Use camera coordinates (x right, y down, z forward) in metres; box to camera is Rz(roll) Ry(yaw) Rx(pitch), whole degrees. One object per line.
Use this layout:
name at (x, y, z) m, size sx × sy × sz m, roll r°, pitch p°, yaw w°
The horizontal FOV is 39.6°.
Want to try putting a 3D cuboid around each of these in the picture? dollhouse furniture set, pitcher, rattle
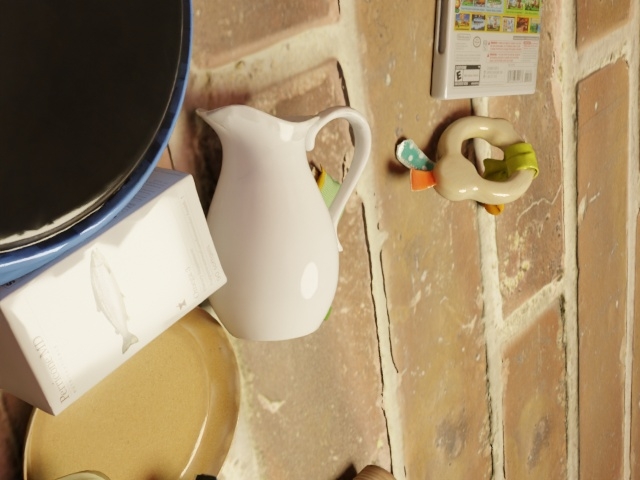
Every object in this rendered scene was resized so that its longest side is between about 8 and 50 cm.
dollhouse furniture set at (0.000, 0.000, 0.917) m, size 0.076 × 0.058 × 0.152 m, roll 34°, pitch 74°, yaw -49°
pitcher at (-0.025, -0.022, 0.821) m, size 0.177 × 0.125 × 0.207 m, roll -7°, pitch 99°, yaw -29°
rattle at (0.162, -0.074, 1.115) m, size 0.199 × 0.143 × 0.130 m, roll -24°, pitch 87°, yaw -27°

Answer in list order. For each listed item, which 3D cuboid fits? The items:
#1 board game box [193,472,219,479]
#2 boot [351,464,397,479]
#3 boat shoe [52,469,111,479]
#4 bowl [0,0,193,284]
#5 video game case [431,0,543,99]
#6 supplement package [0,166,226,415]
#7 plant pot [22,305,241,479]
board game box at (-0.099, 0.317, 0.846) m, size 0.186 × 0.026 × 0.126 m, roll 73°, pitch 25°, yaw -52°
boot at (0.048, 0.437, 1.054) m, size 0.220 × 0.109 × 0.283 m, roll -43°, pitch 128°, yaw -36°
boat shoe at (-0.244, 0.247, 0.653) m, size 0.223 × 0.073 × 0.080 m, roll -23°, pitch 118°, yaw -29°
bowl at (-0.234, -0.160, 0.511) m, size 0.391 × 0.077 × 0.391 m, roll 6°, pitch 82°, yaw -48°
video game case at (0.218, -0.287, 1.126) m, size 0.227 × 0.026 × 0.206 m, roll -13°, pitch 110°, yaw -47°
supplement package at (-0.178, 0.027, 0.675) m, size 0.179 × 0.105 × 0.105 m, roll -40°, pitch 129°, yaw -36°
plant pot at (-0.165, 0.164, 0.788) m, size 0.236 × 0.032 × 0.236 m, roll -17°, pitch 112°, yaw -48°
